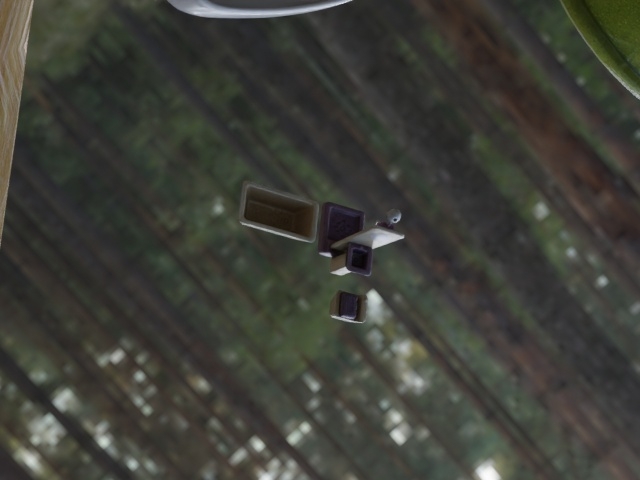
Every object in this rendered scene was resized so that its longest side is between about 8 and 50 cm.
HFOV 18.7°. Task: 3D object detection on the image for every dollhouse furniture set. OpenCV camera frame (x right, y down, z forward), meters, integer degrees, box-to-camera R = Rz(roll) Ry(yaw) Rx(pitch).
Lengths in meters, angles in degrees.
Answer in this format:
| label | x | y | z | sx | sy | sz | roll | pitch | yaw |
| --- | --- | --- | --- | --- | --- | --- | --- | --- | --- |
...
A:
| label | x | y | z | sx | sy | sz | roll | pitch | yaw |
| --- | --- | --- | --- | --- | --- | --- | --- | --- | --- |
| dollhouse furniture set | 0.000 | 0.000 | 1.398 | 0.081 | 0.114 | 0.091 | -22 | -123 | 56 |

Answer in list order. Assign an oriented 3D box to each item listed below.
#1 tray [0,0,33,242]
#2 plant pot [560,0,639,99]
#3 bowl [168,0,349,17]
| label | x | y | z | sx | sy | sz | roll | pitch | yaw |
| --- | --- | --- | --- | --- | --- | --- | --- | --- | --- |
| tray | -0.197 | -0.099 | 0.884 | 0.203 | 0.076 | 0.411 | 22 | -76 | 59 |
| plant pot | 0.373 | -0.269 | 1.206 | 0.366 | 0.366 | 0.353 | -48 | -163 | -28 |
| bowl | -0.047 | -0.188 | 1.069 | 0.142 | 0.142 | 0.053 | -10 | 176 | -42 |
